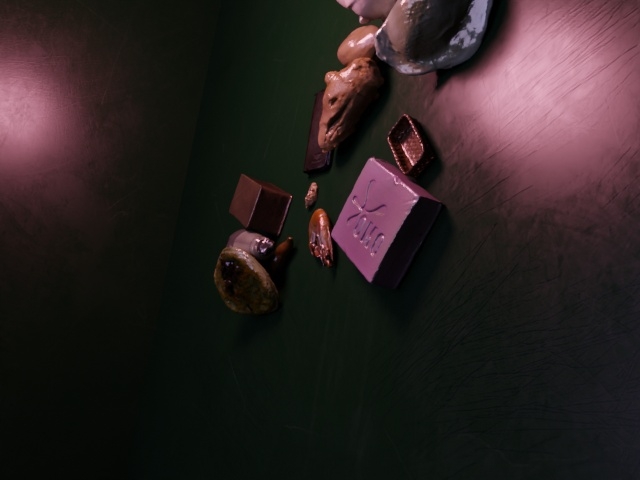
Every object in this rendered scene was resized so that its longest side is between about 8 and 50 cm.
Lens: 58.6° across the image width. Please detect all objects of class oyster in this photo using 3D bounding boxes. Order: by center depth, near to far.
[{"bbox_3d":[-0.043,-0.168,2.096,0.081,0.038,0.083,-48,41,41],"label":"oyster"}]

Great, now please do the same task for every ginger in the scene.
[{"bbox_3d":[0.080,-0.446,1.905,0.126,0.189,0.354,-71,3,-60],"label":"ginger"}]

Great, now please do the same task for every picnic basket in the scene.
[{"bbox_3d":[0.257,-0.269,1.624,0.110,0.054,0.193,-52,38,36],"label":"picnic basket"}]

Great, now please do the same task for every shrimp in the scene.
[{"bbox_3d":[0.000,0.000,1.938,0.249,0.068,0.150,-105,28,-47],"label":"shrimp"}]

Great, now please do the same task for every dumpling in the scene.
[{"bbox_3d":[0.297,-0.615,1.555,0.320,0.211,0.270,135,136,-57],"label":"dumpling"}]

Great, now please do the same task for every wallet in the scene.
[{"bbox_3d":[0.004,-0.407,2.111,0.172,0.045,0.318,-4,76,60],"label":"wallet"}]

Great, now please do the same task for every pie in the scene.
[{"bbox_3d":[-0.294,0.163,2.180,0.323,0.070,0.323,22,130,29],"label":"pie"}]

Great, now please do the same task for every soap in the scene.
[{"bbox_3d":[0.179,-0.056,1.621,0.286,0.107,0.296,-64,33,16],"label":"soap"}]

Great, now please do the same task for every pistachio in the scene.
[{"bbox_3d":[0.143,-0.639,1.894,0.226,0.135,0.136,-5,73,55],"label":"pistachio"}]

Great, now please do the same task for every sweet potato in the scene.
[{"bbox_3d":[-0.168,0.084,2.177,0.274,0.067,0.067,-55,36,33],"label":"sweet potato"}]

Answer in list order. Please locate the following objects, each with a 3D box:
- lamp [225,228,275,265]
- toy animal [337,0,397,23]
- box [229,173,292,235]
[{"bbox_3d":[-0.274,0.051,2.217,0.314,0.181,0.182,-156,81,-72],"label":"lamp"},{"bbox_3d":[0.154,-0.760,1.760,0.249,0.289,0.174,25,110,23],"label":"toy animal"},{"bbox_3d":[-0.251,-0.145,2.331,0.273,0.143,0.184,34,107,59],"label":"box"}]
